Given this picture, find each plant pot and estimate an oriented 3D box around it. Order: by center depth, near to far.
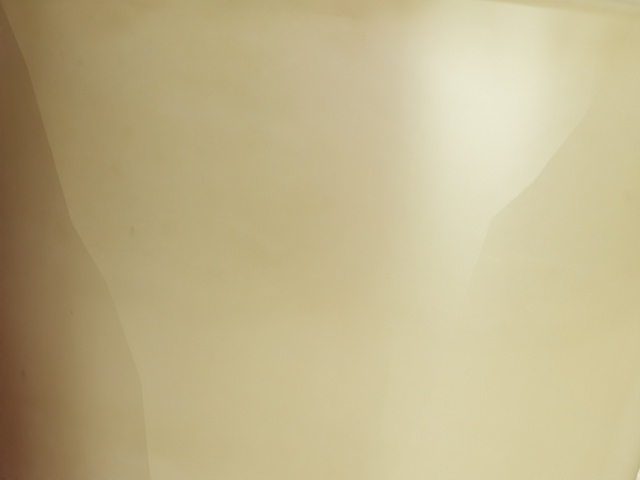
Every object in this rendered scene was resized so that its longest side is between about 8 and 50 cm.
[{"bbox_3d":[0.000,0.000,0.635,0.323,0.323,0.280,4,92,-11],"label":"plant pot"}]

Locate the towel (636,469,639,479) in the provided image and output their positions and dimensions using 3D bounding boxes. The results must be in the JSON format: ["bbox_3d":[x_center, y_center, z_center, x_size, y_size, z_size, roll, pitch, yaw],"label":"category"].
[{"bbox_3d":[0.270,0.037,0.855,0.282,0.049,0.187,1,100,-10],"label":"towel"}]
